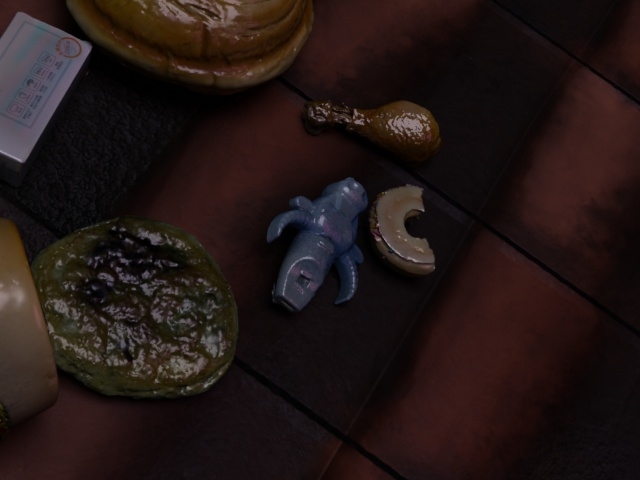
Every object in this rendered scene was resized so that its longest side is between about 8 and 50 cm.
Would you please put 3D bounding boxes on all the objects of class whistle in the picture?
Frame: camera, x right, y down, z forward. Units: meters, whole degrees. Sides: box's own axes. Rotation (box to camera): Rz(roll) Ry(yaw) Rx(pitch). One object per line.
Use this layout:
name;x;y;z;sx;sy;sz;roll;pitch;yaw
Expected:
whistle;0.000;0.000;1.702;0.180;0.093;0.269;43;53;-25

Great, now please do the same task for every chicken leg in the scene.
chicken leg;0.092;-0.199;1.860;0.251;0.087;0.107;10;67;-10

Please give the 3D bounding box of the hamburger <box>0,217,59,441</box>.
hamburger;-0.442;0.110;1.348;0.176;0.300;0.300;-14;67;-20

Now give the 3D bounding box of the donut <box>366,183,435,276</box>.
donut;0.126;-0.015;1.776;0.108;0.065;0.166;6;61;-18

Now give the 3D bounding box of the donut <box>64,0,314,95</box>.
donut;-0.219;-0.436;1.806;0.449;0.198;0.449;11;55;-16

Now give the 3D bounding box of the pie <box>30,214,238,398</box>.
pie;-0.270;0.088;1.562;0.323;0.070;0.323;10;57;-16

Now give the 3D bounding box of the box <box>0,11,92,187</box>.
box;-0.464;-0.222;1.656;0.135;0.079;0.269;24;56;-8
